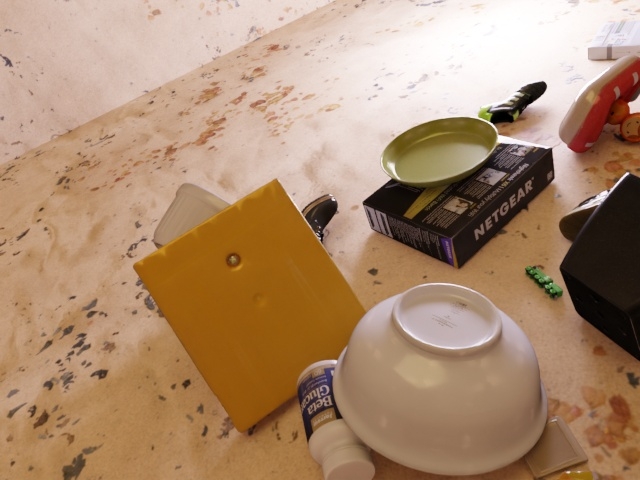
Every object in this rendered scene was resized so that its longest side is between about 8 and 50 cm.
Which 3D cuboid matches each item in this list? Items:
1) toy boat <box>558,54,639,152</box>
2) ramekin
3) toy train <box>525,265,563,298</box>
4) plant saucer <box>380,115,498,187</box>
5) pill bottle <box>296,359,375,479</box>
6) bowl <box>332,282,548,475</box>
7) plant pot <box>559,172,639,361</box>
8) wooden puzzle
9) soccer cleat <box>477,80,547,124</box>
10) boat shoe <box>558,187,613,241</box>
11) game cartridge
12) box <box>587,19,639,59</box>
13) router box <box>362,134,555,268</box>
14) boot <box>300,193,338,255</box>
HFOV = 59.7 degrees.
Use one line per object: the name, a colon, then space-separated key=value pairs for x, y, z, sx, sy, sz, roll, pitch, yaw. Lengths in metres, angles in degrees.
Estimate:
toy boat: x=0.602 y=-0.256 z=1.132 sx=0.231 sy=0.151 sz=0.151 roll=-37 pitch=67 yaw=-18
ramekin: x=-0.202 y=0.023 z=1.094 sx=0.272 sy=0.273 sz=0.127 roll=21 pitch=67 yaw=43
toy train: x=0.371 y=0.067 z=0.927 sx=0.023 sy=0.017 sz=0.083 roll=-17 pitch=35 yaw=-8
plant saucer: x=0.243 y=-0.177 z=1.146 sx=0.240 sy=0.037 sz=0.241 roll=-16 pitch=37 yaw=12
pill bottle: x=0.023 y=0.263 z=0.801 sx=0.094 sy=0.094 sz=0.169 roll=-22 pitch=36 yaw=2
bowl: x=0.165 y=0.153 z=0.760 sx=0.297 sy=0.134 sz=0.298 roll=0 pitch=32 yaw=0
plant pot: x=0.453 y=0.053 z=0.779 sx=0.167 sy=0.188 sz=0.187 roll=-39 pitch=38 yaw=0
wooden puzzle: x=0.295 y=0.268 z=0.720 sx=0.078 sy=0.014 sz=0.116 roll=-14 pitch=37 yaw=6
soccer cleat: x=0.467 y=-0.321 z=1.335 sx=0.178 sy=0.060 sz=0.072 roll=-27 pitch=46 yaw=6
boat shoe: x=0.511 y=-0.062 z=0.926 sx=0.223 sy=0.080 sz=0.073 roll=-23 pitch=21 yaw=42
game cartridge: x=-0.103 y=0.101 z=0.933 sx=0.285 sy=0.324 sz=0.053 roll=-32 pitch=-3 yaw=-13
box: x=0.792 y=-0.508 z=1.405 sx=0.186 sy=0.038 sz=0.145 roll=10 pitch=48 yaw=38
router box: x=0.279 y=-0.102 z=1.133 sx=0.308 sy=0.081 sz=0.243 roll=-38 pitch=39 yaw=-20
boot: x=0.000 y=0.000 z=1.175 sx=0.137 sy=0.077 sz=0.198 roll=29 pitch=73 yaw=42
